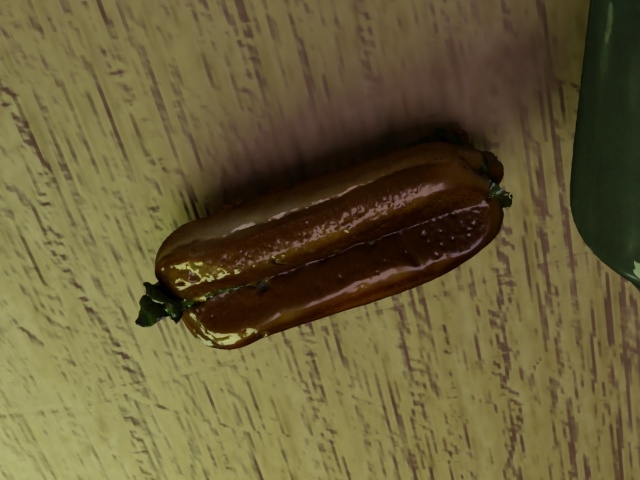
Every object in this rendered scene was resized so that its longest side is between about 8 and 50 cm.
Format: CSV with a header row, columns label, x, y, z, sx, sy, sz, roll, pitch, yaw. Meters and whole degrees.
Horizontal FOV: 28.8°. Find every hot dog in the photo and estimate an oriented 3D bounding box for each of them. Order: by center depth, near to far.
label,x,y,z,sx,sy,sz,roll,pitch,yaw
hot dog,0.000,0.000,0.601,0.188,0.055,0.072,-19,124,11

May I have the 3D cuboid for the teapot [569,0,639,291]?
label,x,y,z,sx,sy,sz,roll,pitch,yaw
teapot,0.182,-0.102,0.481,0.203,0.171,0.225,-30,124,-21
